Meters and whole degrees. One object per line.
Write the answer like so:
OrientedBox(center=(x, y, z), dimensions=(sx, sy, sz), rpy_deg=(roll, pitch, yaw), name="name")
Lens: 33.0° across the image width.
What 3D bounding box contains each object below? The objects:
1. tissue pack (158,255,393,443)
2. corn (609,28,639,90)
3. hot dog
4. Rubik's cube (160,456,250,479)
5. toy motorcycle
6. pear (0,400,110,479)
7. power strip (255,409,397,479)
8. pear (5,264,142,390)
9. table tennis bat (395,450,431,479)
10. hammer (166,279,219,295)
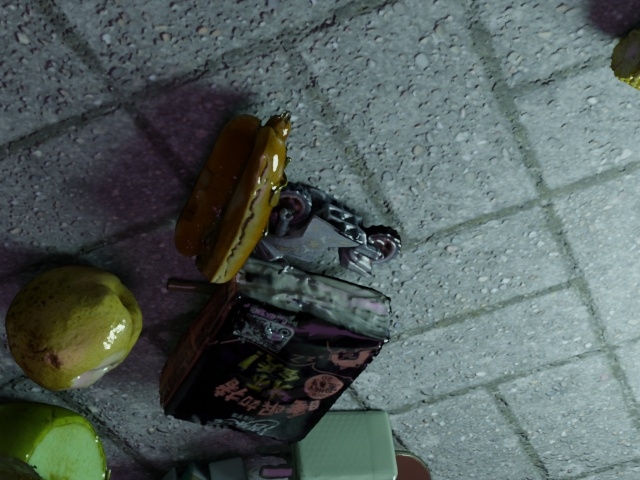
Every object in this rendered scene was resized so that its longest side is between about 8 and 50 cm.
OrientedBox(center=(-0.073, 0.157, 1.536), dimensions=(0.245, 0.123, 0.332), rpy_deg=(17, 138, -17), name="tissue pack")
OrientedBox(center=(0.453, -0.185, 1.248), dimensions=(0.249, 0.081, 0.081), rpy_deg=(15, 135, -22), name="corn")
OrientedBox(center=(-0.103, -0.052, 1.316), dimensions=(0.072, 0.109, 0.269), rpy_deg=(-23, 153, -48), name="hot dog")
OrientedBox(center=(-0.211, 0.507, 1.857), dimensions=(0.213, 0.224, 0.265), rpy_deg=(-11, 144, -2), name="Rubik's cube")
OrientedBox(center=(0.000, 0.000, 1.404), dimensions=(0.215, 0.080, 0.122), rpy_deg=(24, 129, -30), name="toy motorcycle")
OrientedBox(center=(-0.478, 0.332, 1.696), dimensions=(0.239, 0.139, 0.288), rpy_deg=(0, 146, 16), name="pear")
OrientedBox(center=(0.004, 0.373, 1.790), dimensions=(0.225, 0.139, 0.140), rpy_deg=(0, 140, -7), name="power strip")
OrientedBox(center=(-0.323, 0.115, 1.432), dimensions=(0.178, 0.178, 0.178), rpy_deg=(-4, 139, -3), name="pear")
OrientedBox(center=(0.142, 0.453, 1.996), dimensions=(0.138, 0.022, 0.246), rpy_deg=(-16, 136, 13), name="table tennis bat")
OrientedBox(center=(-0.117, 0.071, 1.522), dimensions=(0.199, 0.013, 0.062), rpy_deg=(7, 137, -16), name="hammer")
